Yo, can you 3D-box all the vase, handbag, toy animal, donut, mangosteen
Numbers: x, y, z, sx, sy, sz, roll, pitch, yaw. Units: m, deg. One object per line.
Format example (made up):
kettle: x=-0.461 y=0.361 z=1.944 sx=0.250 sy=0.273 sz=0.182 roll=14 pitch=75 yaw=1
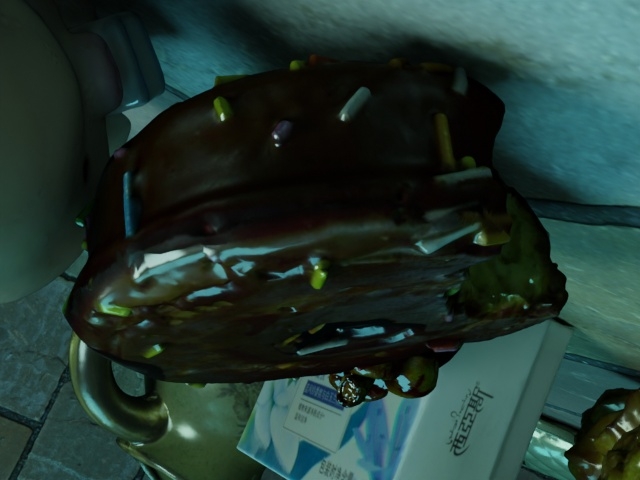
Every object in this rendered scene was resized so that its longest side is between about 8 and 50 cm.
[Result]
vase: x=-0.126 y=0.142 z=1.043 sx=0.329 sy=0.302 sz=0.240 roll=33 pitch=168 yaw=-38
handbag: x=0.299 y=0.290 z=1.475 sx=0.256 sy=0.079 sz=0.219 roll=17 pitch=164 yaw=30
toy animal: x=-0.181 y=-0.051 z=0.462 sx=0.256 sy=0.212 sz=0.195 roll=-5 pitch=107 yaw=57
donut: x=-0.001 y=0.000 z=0.438 sx=0.216 sy=0.096 sz=0.230 roll=-17 pitch=160 yaw=29
mangosteen: x=0.037 y=0.053 z=0.663 sx=0.140 sy=0.140 sz=0.140 roll=24 pitch=170 yaw=4

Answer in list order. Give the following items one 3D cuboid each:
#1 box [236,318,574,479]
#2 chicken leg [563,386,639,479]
box: x=0.058 y=0.132 z=0.832 sx=0.116 sy=0.203 sz=0.274 roll=29 pitch=170 yaw=-24
chicken leg: x=0.340 y=0.198 z=0.757 sx=0.409 sy=0.182 sz=0.295 roll=12 pitch=-173 yaw=-27
